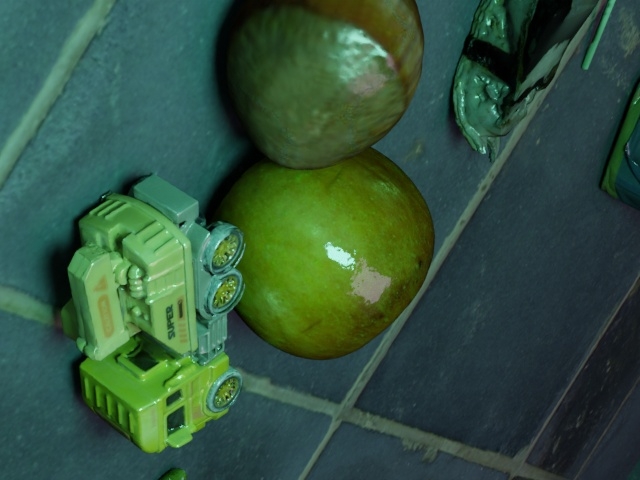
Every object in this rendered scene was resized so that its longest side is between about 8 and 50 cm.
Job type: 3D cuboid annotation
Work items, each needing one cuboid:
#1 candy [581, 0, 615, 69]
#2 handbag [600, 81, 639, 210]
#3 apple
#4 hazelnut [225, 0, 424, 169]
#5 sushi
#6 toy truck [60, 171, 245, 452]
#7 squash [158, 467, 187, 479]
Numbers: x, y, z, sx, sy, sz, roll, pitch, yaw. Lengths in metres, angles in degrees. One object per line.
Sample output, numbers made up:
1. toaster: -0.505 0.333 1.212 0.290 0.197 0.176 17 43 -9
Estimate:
1. candy: 0.394 -0.342 1.671 0.084 0.078 0.288 -34 150 -40
2. handbag: 0.605 -0.135 1.979 0.222 0.241 0.263 -19 132 -49
3. apple: 0.000 0.000 1.275 0.237 0.207 0.237 -43 -174 5
4. hazelnut: 0.007 -0.175 1.156 0.214 0.176 0.214 -61 -174 10
5. sushi: 0.222 -0.222 1.503 0.134 0.109 0.273 -34 157 -41
6. toy truck: -0.164 0.077 1.177 0.157 0.124 0.272 -33 142 -36
7. squash: -0.185 0.294 1.443 0.083 0.027 0.027 -48 149 -19
